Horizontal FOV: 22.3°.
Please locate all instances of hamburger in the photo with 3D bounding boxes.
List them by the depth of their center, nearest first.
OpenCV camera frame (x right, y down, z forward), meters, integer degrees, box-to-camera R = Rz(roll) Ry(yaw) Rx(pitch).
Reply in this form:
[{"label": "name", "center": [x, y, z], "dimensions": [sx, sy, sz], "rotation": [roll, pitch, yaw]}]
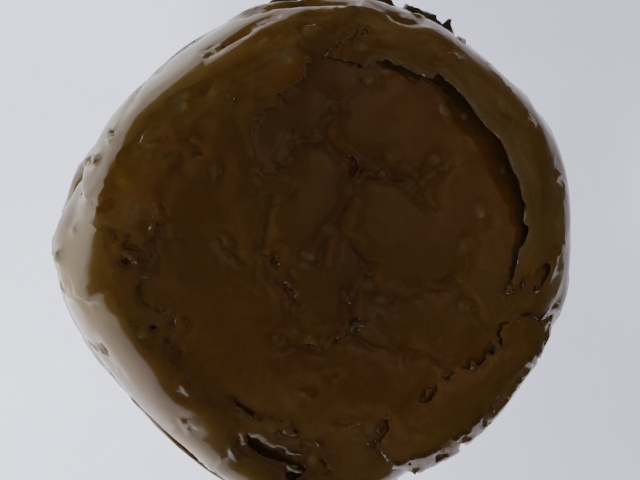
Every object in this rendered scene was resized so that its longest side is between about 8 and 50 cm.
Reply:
[{"label": "hamburger", "center": [-0.001, -0.002, 0.671], "dimensions": [0.213, 0.108, 0.214], "rotation": [-1, -82, -10]}]
